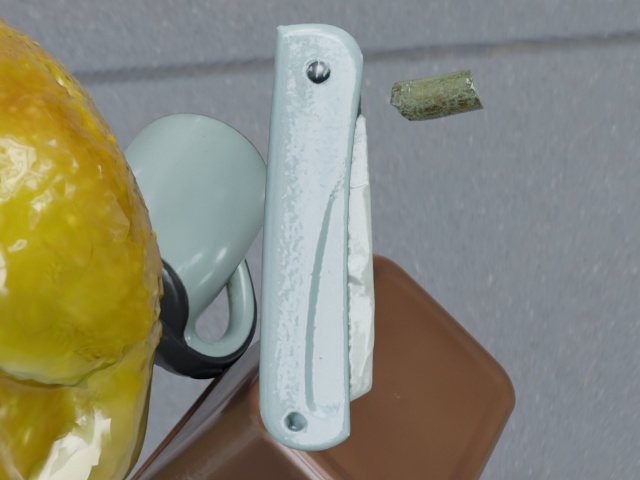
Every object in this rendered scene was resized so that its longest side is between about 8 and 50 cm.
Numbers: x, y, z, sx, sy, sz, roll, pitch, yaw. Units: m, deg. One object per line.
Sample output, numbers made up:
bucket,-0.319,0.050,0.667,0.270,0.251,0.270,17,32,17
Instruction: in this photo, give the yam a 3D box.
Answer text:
yam,0.114,-0.139,1.603,0.094,0.043,0.043,-9,73,29

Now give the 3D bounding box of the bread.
bread,-0.233,-0.003,0.974,0.361,0.394,0.250,30,73,-8

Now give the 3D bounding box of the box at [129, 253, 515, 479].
box,0.005,0.202,1.585,0.239,0.339,0.229,44,125,-2

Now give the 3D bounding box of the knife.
knife,0.000,0.000,0.630,0.044,0.023,0.162,3,97,4

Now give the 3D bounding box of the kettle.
kettle,-0.140,0.020,1.643,0.161,0.236,0.221,-28,108,30
